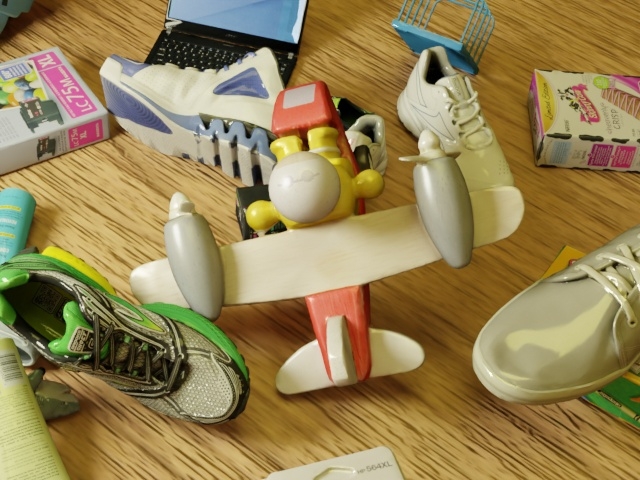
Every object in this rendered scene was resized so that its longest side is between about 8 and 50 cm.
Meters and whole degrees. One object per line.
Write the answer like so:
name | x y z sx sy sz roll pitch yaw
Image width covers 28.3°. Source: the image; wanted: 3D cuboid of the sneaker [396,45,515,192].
sneaker | 0.199 -0.169 1.886 0.111 0.129 0.297 -15 50 -20

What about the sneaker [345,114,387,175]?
sneaker | 0.033 -0.099 1.812 0.090 0.115 0.232 16 47 10

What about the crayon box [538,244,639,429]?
crayon box | 0.395 0.136 1.642 0.278 0.081 0.165 28 50 21

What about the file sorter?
file sorter | 0.201 -0.347 2.010 0.118 0.170 0.104 22 91 16

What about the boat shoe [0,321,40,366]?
boat shoe | -0.457 0.110 1.594 0.228 0.079 0.081 10 42 0

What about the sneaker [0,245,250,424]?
sneaker | -0.246 0.129 1.506 0.344 0.134 0.146 25 12 2

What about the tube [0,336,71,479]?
tube | -0.349 0.233 1.469 0.070 0.062 0.240 -28 76 20

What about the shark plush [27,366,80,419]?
shark plush | -0.374 0.211 1.526 0.161 0.073 0.067 -25 83 -32

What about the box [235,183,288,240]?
box | -0.075 -0.042 1.791 0.083 0.052 0.062 -7 46 -11

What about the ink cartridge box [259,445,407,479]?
ink cartridge box | 0.012 0.323 1.345 0.148 0.203 0.086 -12 48 -16

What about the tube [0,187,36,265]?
tube | -0.433 0.023 1.707 0.080 0.052 0.207 0 52 8

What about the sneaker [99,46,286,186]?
sneaker | -0.152 -0.209 1.878 0.316 0.127 0.182 25 62 9

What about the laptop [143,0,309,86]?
laptop | -0.153 -0.338 2.011 0.234 0.136 0.264 13 47 8

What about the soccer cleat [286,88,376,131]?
soccer cleat | 0.006 -0.200 1.925 0.179 0.072 0.060 18 69 8

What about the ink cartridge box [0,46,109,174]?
ink cartridge box | -0.493 -0.177 1.881 0.311 0.065 0.186 -24 52 -23

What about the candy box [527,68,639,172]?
candy box | 0.446 -0.184 1.961 0.234 0.071 0.159 3 47 -2

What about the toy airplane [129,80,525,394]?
toy airplane | 0.000 0.000 1.572 0.384 0.272 0.386 33 76 25

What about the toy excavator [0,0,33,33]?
toy excavator | -0.635 -0.340 1.934 0.222 0.445 0.433 25 8 19

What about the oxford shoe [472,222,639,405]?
oxford shoe | 0.374 0.062 1.568 0.449 0.130 0.169 -24 54 -24
